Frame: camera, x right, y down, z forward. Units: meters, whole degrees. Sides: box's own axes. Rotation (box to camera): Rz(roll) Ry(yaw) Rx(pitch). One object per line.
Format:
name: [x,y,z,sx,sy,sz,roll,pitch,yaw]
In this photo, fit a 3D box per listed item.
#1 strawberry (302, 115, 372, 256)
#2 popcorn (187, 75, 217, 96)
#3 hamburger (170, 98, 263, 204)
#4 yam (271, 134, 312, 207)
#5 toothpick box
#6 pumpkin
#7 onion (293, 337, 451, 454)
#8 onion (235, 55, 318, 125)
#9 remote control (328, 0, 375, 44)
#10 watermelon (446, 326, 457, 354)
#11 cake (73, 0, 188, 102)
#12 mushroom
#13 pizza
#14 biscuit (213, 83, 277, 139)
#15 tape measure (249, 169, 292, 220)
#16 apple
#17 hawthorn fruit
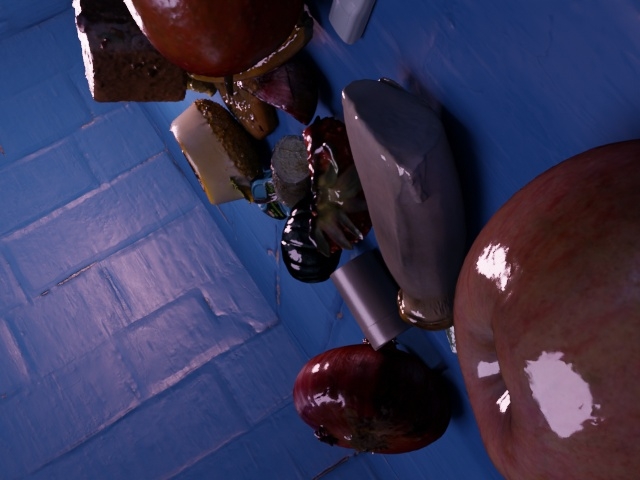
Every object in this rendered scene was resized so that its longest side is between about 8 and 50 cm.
strawberry: [0.042,-0.114,1.265,0.306,0.137,0.233,-85,-10,-71]
popcorn: [-0.309,-0.422,1.866,0.097,0.089,0.109,27,-172,-22]
hamburger: [-0.259,-0.230,1.862,0.294,0.179,0.276,64,174,-28]
yam: [-0.057,-0.137,1.549,0.107,0.107,0.183,54,167,18]
toothpick box: [0.111,0.123,1.480,0.181,0.111,0.111,58,166,9]
pumpkin: [-0.013,-0.001,1.526,0.150,0.194,0.194,34,158,16]
onion: [0.118,0.326,1.592,0.348,0.347,0.285,77,-159,-51]
onion: [-0.068,-0.286,1.287,0.206,0.098,0.151,36,-168,32]
remote control: [0.043,-0.325,0.957,0.061,0.029,0.162,55,165,8]
watermelon: [0.254,0.149,1.175,0.180,0.081,0.094,53,140,4]
cake: [-0.452,-0.493,1.707,0.282,0.255,0.290,127,135,-67]
mushroom: [0.141,-0.032,1.013,0.154,0.137,0.407,26,148,45]
pizza: [-0.118,-0.391,1.168,0.251,0.074,0.288,17,113,27]
biscuit: [-0.208,-0.392,1.655,0.359,0.046,0.359,52,163,23]
tape measure: [-0.106,-0.111,1.760,0.146,0.081,0.125,-8,125,49]
apple: [0.249,0.087,0.605,0.345,0.269,0.345,55,166,20]
hawthorn fruit: [-0.151,-0.365,1.015,0.285,0.284,0.369,47,157,40]
